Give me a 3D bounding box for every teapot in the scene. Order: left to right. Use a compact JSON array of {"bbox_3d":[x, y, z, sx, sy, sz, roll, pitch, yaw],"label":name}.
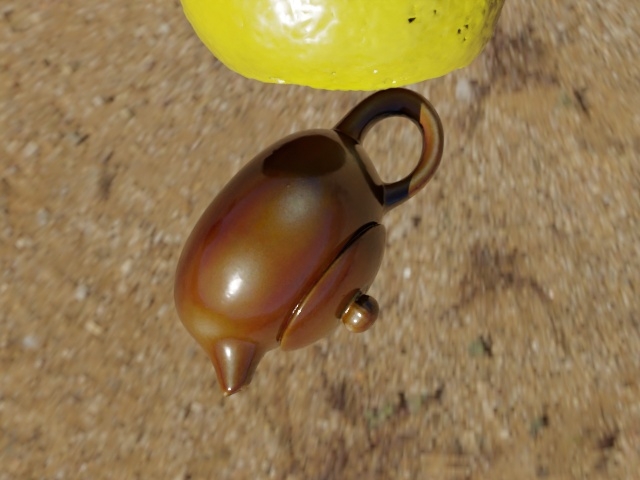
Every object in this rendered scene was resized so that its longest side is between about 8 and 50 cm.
[{"bbox_3d":[0.000,0.000,1.382,0.135,0.178,0.252,42,81,7],"label":"teapot"}]

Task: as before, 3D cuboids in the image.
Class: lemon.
[{"bbox_3d":[0.016,-0.228,1.334,0.240,0.240,0.219,2,111,4],"label":"lemon"}]
